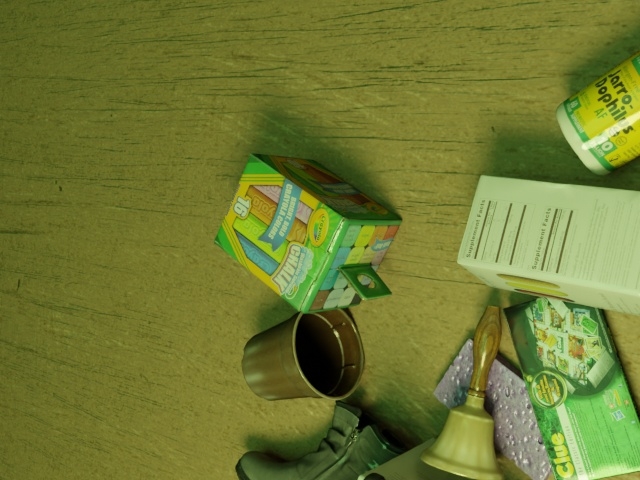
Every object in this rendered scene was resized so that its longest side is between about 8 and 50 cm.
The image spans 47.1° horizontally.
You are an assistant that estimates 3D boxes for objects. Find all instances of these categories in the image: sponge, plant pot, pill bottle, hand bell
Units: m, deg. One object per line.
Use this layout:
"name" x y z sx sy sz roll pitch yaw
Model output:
"sponge" 0.282 0.254 1.114 0.210 0.031 0.117 38 112 30
"plant pot" -0.041 0.204 1.276 0.165 0.166 0.167 -22 78 41
"pill bottle" 0.427 -0.185 0.955 0.208 0.117 0.118 -34 71 31
"hand bell" 0.231 0.216 1.085 0.126 0.126 0.242 9 84 36

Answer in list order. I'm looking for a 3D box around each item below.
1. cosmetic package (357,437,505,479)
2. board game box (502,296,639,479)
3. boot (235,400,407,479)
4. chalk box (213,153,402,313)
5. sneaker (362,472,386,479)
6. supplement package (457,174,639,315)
"cosmetic package" 0.183 0.424 1.067 0.224 0.224 0.138 26 105 34
"board game box" 0.360 0.202 1.034 0.136 0.030 0.260 -20 73 22
"boot" 0.002 0.379 1.280 0.338 0.118 0.223 16 83 46
"chalk box" 0.000 0.000 1.229 0.289 0.180 0.179 35 110 29
"sneaker" 0.113 0.412 0.935 0.132 0.086 0.229 4 105 32
"supplement package" 0.334 0.007 0.995 0.244 0.139 0.134 10 78 36
